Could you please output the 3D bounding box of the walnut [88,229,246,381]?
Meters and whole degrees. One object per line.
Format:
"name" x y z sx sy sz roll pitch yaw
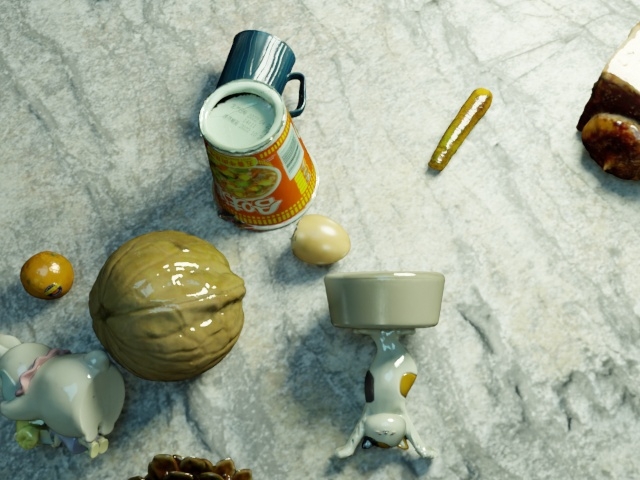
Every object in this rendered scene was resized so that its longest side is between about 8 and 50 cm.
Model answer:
"walnut" -0.217 0.094 1.082 0.228 0.228 0.227 -2 66 5

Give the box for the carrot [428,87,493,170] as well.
"carrot" 0.236 -0.186 1.247 0.042 0.042 0.170 30 75 17

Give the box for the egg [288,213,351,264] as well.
"egg" 0.000 0.000 1.168 0.097 0.080 0.080 13 68 -6

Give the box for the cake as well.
"cake" 0.531 -0.232 1.155 0.196 0.198 0.293 40 77 17

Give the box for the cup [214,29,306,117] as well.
"cup" -0.103 -0.271 1.272 0.150 0.113 0.138 7 68 28

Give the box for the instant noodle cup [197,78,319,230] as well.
"instant noodle cup" -0.106 -0.139 1.166 0.193 0.212 0.193 -2 67 5

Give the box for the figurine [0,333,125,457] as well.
"figurine" -0.413 0.220 1.092 0.236 0.127 0.155 8 110 24

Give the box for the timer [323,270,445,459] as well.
"timer" 0.094 0.179 1.063 0.175 0.175 0.265 -1 85 5

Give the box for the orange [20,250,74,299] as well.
"orange" -0.438 0.056 1.186 0.084 0.083 0.083 -2 66 5

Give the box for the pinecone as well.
"pinecone" -0.175 0.394 0.965 0.186 0.168 0.212 -27 46 15
